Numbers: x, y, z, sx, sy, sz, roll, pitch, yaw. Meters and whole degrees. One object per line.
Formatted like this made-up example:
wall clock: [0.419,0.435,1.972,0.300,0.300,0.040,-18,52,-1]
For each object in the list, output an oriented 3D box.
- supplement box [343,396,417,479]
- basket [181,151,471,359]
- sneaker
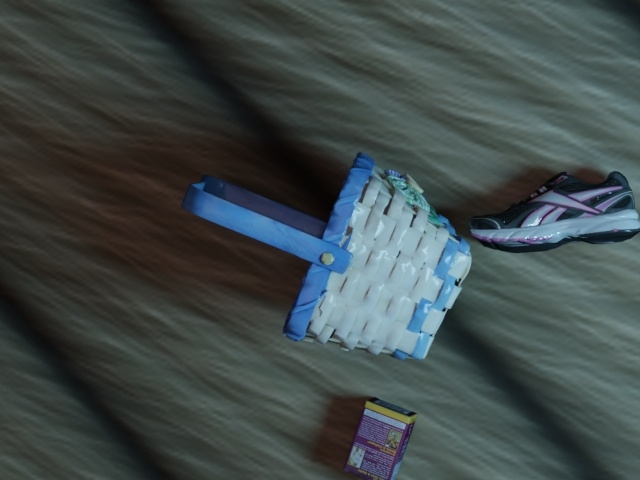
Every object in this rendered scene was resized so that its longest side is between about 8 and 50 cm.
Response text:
supplement box: [0.066,0.222,1.505,0.055,0.043,0.083,20,95,15]
basket: [0.000,0.000,1.423,0.289,0.255,0.201,18,97,-3]
sneaker: [0.247,-0.033,1.449,0.178,0.072,0.077,-5,77,8]
